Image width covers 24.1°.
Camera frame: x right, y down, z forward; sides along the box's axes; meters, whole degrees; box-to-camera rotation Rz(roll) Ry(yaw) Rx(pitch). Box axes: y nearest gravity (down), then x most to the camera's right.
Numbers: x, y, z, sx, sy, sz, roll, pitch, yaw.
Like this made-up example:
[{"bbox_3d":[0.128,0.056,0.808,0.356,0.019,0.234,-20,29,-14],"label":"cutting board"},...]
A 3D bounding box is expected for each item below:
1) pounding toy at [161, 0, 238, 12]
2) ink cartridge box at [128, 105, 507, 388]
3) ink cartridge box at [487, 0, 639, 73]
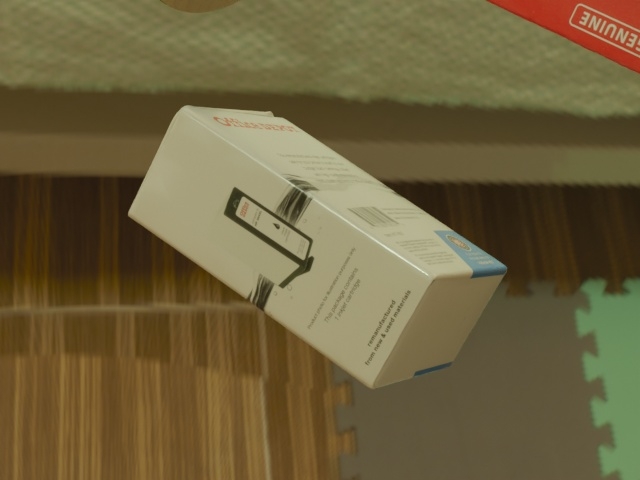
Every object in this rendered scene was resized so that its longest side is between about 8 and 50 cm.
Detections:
[{"bbox_3d":[-0.094,-0.332,1.374,0.237,0.183,0.110,-44,60,-2],"label":"pounding toy"},{"bbox_3d":[0.000,0.000,0.977,0.203,0.086,0.148,34,15,21],"label":"ink cartridge box"},{"bbox_3d":[0.143,-0.278,0.937,0.296,0.066,0.261,32,100,32],"label":"ink cartridge box"}]
